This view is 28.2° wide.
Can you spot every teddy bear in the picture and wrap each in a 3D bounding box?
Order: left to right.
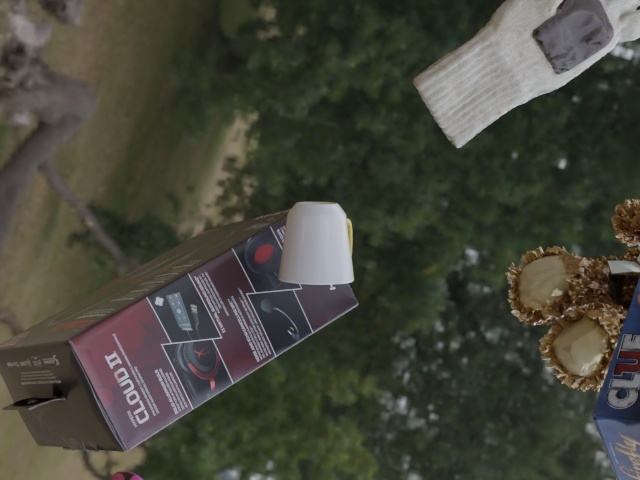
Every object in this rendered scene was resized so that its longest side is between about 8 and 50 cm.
[{"bbox_3d":[0.358,0.063,1.318,0.338,0.245,0.113,-25,137,-28],"label":"teddy bear"}]

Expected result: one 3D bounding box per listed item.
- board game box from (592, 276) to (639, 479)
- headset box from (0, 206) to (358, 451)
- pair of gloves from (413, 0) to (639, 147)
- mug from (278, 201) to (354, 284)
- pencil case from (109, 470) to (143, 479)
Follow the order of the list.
[{"bbox_3d":[0.277,0.145,0.976,0.165,0.042,0.243,-61,139,-35],"label":"board game box"},{"bbox_3d":[-0.148,0.087,1.158,0.293,0.110,0.218,-30,-171,-30],"label":"headset box"},{"bbox_3d":[0.140,-0.211,0.978,0.240,0.204,0.042,62,-8,-28],"label":"pair of gloves"},{"bbox_3d":[-0.003,0.000,1.046,0.078,0.062,0.064,-100,-170,-84],"label":"mug"},{"bbox_3d":[-0.277,0.335,1.381,0.209,0.098,0.095,-28,122,-35],"label":"pencil case"}]
